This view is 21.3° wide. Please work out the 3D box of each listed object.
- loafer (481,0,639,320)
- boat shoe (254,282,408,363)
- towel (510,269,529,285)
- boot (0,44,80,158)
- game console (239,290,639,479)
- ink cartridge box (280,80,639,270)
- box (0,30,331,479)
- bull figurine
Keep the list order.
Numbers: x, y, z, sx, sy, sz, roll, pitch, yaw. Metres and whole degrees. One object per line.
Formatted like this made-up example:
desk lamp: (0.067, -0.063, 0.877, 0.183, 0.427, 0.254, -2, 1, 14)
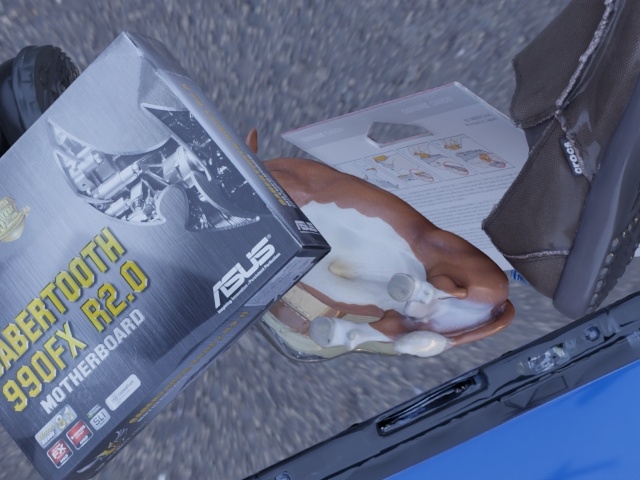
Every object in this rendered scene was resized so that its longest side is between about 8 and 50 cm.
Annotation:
loafer: (0.191, -0.110, 1.204, 0.130, 0.134, 0.366, 26, 123, 18)
boat shoe: (0.058, 0.057, 1.929, 0.122, 0.324, 0.120, 40, 116, 24)
towel: (0.236, 0.018, 1.743, 0.029, 0.119, 0.067, 35, 101, 28)
boot: (-0.380, -0.084, 1.877, 0.260, 0.348, 0.131, -5, 62, 3)
game console: (0.102, 0.163, 0.992, 0.293, 0.250, 0.173, -25, 84, 5)
ink cartridge box: (0.145, -0.069, 1.480, 0.261, 0.296, 0.066, 34, 70, -23)
box: (-0.134, 0.013, 1.070, 0.231, 0.056, 0.183, -43, 76, 15)
bull figurine: (0.000, 0.000, 1.320, 0.310, 0.188, 0.101, 22, 109, 24)
